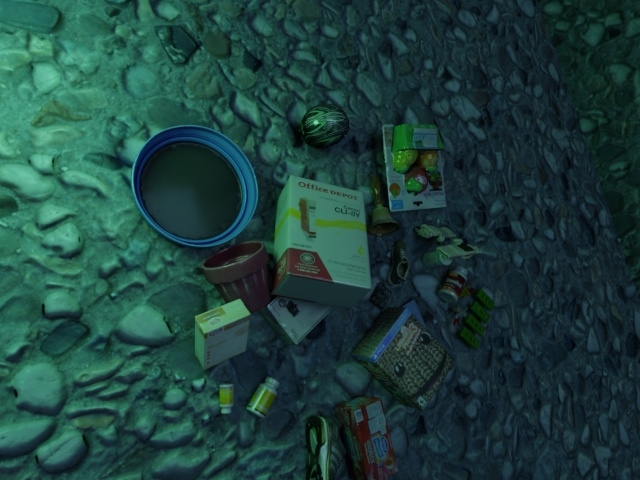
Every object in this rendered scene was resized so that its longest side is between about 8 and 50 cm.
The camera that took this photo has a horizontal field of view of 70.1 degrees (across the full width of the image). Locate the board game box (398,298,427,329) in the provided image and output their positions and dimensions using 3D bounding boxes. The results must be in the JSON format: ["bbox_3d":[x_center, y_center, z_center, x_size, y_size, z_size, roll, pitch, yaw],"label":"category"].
[{"bbox_3d":[0.370,0.388,1.800,0.145,0.027,0.281,-25,93,-33],"label":"board game box"}]

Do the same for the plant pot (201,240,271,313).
[{"bbox_3d":[-0.240,0.120,1.405,0.201,0.201,0.180,-30,111,-32],"label":"plant pot"}]

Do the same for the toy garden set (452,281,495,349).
[{"bbox_3d":[0.638,0.310,1.968,0.204,0.049,0.244,43,62,-19],"label":"toy garden set"}]

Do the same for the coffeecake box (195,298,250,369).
[{"bbox_3d":[-0.288,0.275,1.334,0.143,0.185,0.068,-19,51,-32],"label":"coffeecake box"}]

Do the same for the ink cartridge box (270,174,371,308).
[{"bbox_3d":[0.000,0.000,1.494,0.280,0.160,0.384,12,54,-18],"label":"ink cartridge box"}]

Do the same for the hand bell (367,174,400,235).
[{"bbox_3d":[0.231,-0.152,1.808,0.126,0.126,0.241,7,63,-30],"label":"hand bell"}]

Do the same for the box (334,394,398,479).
[{"bbox_3d":[0.154,0.675,1.550,0.128,0.123,0.256,-11,85,-32],"label":"box"}]

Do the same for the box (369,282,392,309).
[{"bbox_3d":[0.232,0.214,1.759,0.067,0.018,0.083,40,62,-18],"label":"box"}]

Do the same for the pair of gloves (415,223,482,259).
[{"bbox_3d":[0.523,-0.003,1.882,0.204,0.240,0.042,1,121,-30],"label":"pair of gloves"}]

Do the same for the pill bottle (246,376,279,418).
[{"bbox_3d":[-0.176,0.489,1.426,0.065,0.065,0.116,39,63,-18],"label":"pill bottle"}]

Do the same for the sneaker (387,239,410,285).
[{"bbox_3d":[0.324,0.084,1.802,0.064,0.086,0.192,25,67,-24],"label":"sneaker"}]

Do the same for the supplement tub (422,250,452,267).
[{"bbox_3d":[0.485,0.076,1.889,0.071,0.107,0.070,7,75,-29],"label":"supplement tub"}]

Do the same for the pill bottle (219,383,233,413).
[{"bbox_3d":[-0.284,0.476,1.376,0.044,0.043,0.083,5,76,-30],"label":"pill bottle"}]

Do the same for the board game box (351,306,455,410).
[{"bbox_3d":[0.304,0.425,1.662,0.291,0.141,0.232,46,67,-12],"label":"board game box"}]

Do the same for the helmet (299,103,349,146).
[{"bbox_3d":[0.017,-0.425,1.683,0.170,0.162,0.169,7,76,-30],"label":"helmet"}]

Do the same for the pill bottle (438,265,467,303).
[{"bbox_3d":[0.563,0.183,1.926,0.086,0.086,0.152,43,61,-16],"label":"pill bottle"}]

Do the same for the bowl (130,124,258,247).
[{"bbox_3d":[-0.391,-0.166,1.433,0.392,0.077,0.390,7,76,-30],"label":"bowl"}]

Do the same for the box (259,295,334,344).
[{"bbox_3d":[-0.051,0.198,1.551,0.290,0.087,0.169,-42,101,-30],"label":"box"}]

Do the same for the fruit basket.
[{"bbox_3d":[0.403,-0.305,1.892,0.327,0.165,0.352,-6,86,-32],"label":"fruit basket"}]

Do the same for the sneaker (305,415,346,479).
[{"bbox_3d":[0.029,0.722,1.478,0.121,0.111,0.299,8,78,-34],"label":"sneaker"}]
